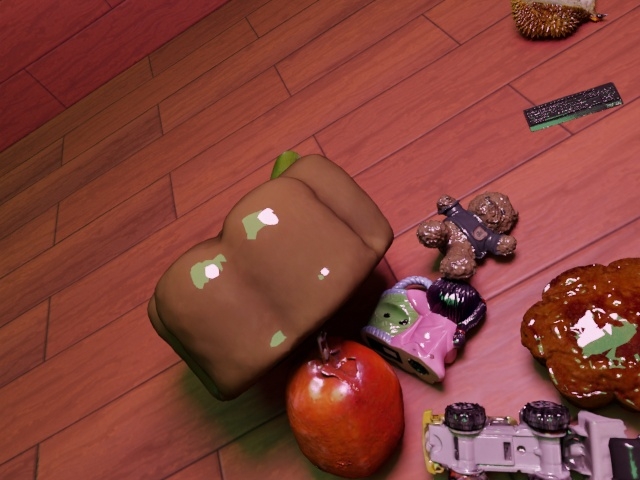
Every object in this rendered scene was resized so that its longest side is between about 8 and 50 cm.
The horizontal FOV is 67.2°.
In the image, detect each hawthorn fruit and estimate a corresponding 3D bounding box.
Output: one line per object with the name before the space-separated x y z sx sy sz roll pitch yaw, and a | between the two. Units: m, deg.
hawthorn fruit | 0.031 0.256 0.809 0.211 0.299 0.211 -13 38 10

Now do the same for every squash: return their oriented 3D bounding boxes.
squash | -0.101 -0.096 1.273 0.101 0.101 0.379 -8 54 24

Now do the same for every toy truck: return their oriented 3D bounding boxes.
toy truck | 0.299 0.311 0.735 0.285 0.111 0.137 -4 86 16

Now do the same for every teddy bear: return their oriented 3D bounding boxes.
teddy bear | 0.291 -0.016 0.978 0.251 0.129 0.182 -31 73 -27

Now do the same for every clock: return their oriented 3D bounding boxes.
clock | 0.198 0.148 0.925 0.193 0.100 0.195 24 62 39

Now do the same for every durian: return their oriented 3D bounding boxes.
durian | 0.601 -0.607 1.246 0.237 0.138 0.194 28 77 -5

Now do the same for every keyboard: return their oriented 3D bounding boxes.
keyboard | 0.577 -0.309 1.108 0.196 0.015 0.074 -15 51 19

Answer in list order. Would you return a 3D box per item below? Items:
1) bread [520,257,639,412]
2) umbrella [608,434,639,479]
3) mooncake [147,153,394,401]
bread | 0.450 0.158 0.749 0.246 0.135 0.232 -22 49 13
umbrella | 0.408 0.409 0.583 0.090 0.094 0.327 2 71 -1
mooncake | -0.094 0.061 0.908 0.467 0.467 0.262 -41 91 -4
